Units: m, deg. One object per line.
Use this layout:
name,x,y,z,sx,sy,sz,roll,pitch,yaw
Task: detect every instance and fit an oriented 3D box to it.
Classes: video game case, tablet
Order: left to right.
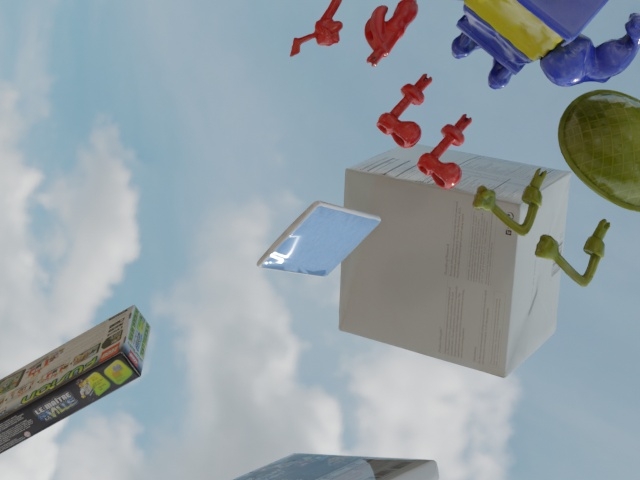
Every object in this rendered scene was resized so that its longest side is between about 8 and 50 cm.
video game case,-0.028,0.212,0.980,0.173,0.190,0.022,-7,-84,46
tablet,0.000,0.000,0.715,0.054,0.083,0.006,-46,-115,17

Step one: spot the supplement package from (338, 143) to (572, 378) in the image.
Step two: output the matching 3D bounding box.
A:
supplement package,0.145,0.013,1.318,0.203,0.149,0.194,14,-67,29

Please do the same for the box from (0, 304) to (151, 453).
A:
box,-0.284,0.154,1.310,0.207,0.036,0.114,-29,-159,10

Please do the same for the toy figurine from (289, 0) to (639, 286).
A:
toy figurine,0.166,-0.153,0.971,0.191,0.362,0.217,-46,175,-19
